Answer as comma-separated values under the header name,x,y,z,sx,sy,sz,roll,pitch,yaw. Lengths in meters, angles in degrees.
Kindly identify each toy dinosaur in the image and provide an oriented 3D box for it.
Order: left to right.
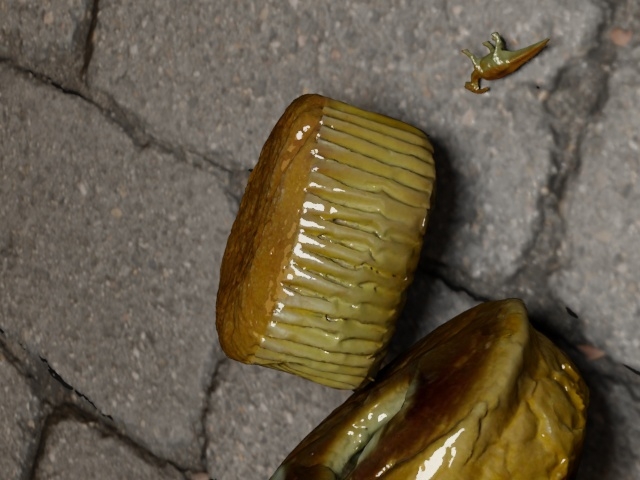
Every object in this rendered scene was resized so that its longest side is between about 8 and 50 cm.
name,x,y,z,sx,sy,sz,roll,pitch,yaw
toy dinosaur,0.157,-0.163,1.238,0.113,0.026,0.041,-34,77,49

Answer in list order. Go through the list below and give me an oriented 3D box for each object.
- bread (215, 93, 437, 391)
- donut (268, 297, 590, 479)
name,x,y,z,sx,sy,sz,roll,pitch,yaw
bread,0.000,0.000,1.272,0.227,0.143,0.253,-126,50,-75
donut,0.082,0.199,1.174,0.160,0.330,0.330,47,127,-3
